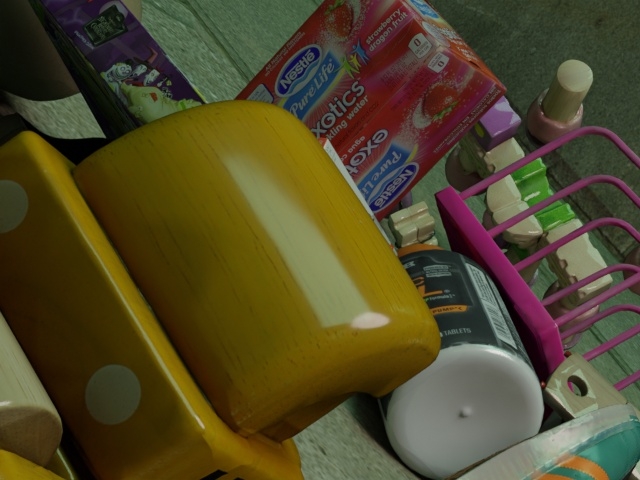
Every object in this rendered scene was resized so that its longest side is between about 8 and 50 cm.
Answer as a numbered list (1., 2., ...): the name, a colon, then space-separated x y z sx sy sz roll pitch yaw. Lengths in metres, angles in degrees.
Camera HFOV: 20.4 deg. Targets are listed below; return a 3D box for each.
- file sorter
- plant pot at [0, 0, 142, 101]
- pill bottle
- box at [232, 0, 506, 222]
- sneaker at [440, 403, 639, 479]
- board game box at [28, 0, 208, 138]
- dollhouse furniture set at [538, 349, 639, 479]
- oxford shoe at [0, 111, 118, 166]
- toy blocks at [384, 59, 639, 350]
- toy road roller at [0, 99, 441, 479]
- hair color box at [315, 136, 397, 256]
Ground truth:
1. file sorter: 0.258 0.069 1.688 0.202 0.182 0.290 56 -9 42
2. plant pot: -0.247 -0.232 1.290 0.256 0.256 0.274 56 2 40
3. pill bottle: 0.102 0.090 1.511 0.130 0.130 0.245 39 14 -21
4. box: 0.016 -0.098 1.547 0.123 0.257 0.128 23 25 -53
5. sneaker: 0.157 0.210 1.305 0.302 0.108 0.121 -17 79 -49
6. board game box: -0.099 -0.049 1.233 0.208 0.056 0.347 45 -11 27
7. dollhouse furniture set: 0.184 0.210 1.488 0.129 0.129 0.184 44 43 4
8. oxford shoe: -0.142 -0.013 1.188 0.227 0.096 0.083 33 16 -45
9. toy blocks: 0.217 -0.001 2.051 0.288 0.309 0.260 61 -15 16
10. toy road roller: -0.095 0.036 0.738 0.202 0.241 0.329 56 3 21
11. hair color box: 0.000 0.000 1.450 0.053 0.093 0.167 6 -31 31
